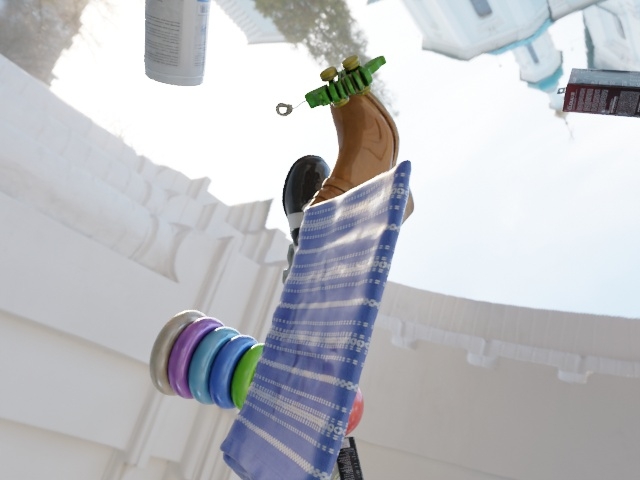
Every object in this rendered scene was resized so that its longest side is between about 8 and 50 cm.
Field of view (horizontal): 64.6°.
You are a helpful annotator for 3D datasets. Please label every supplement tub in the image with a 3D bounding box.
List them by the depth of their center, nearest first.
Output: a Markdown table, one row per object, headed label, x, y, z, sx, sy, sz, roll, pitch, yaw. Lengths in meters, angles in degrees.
| label | x | y | z | sx | sy | sz | roll | pitch | yaw |
| --- | --- | --- | --- | --- | --- | --- | --- | --- | --- |
| supplement tub | -0.159 | -0.234 | 0.562 | 0.071 | 0.070 | 0.107 | 54 | -42 | 49 |

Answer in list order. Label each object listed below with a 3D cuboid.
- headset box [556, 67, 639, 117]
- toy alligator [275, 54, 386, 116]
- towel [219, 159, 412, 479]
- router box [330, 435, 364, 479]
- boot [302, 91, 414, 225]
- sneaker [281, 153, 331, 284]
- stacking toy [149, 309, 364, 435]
| label | x | y | z | sx | sy | sz | roll | pitch | yaw |
| --- | --- | --- | --- | --- | --- | --- | --- | --- | --- |
| headset box | 0.293 | -0.156 | 0.528 | 0.083 | 0.032 | 0.062 | 11 | -144 | 24 |
| toy alligator | 0.016 | -0.228 | 0.774 | 0.189 | 0.056 | 0.051 | -24 | -145 | 11 |
| towel | -0.014 | 0.093 | 0.539 | 0.243 | 0.040 | 0.336 | -19 | -129 | 65 |
| router box | 0.037 | 0.384 | 0.819 | 0.038 | 0.123 | 0.092 | -5 | -128 | -13 |
| boot | 0.036 | -0.101 | 0.832 | 0.109 | 0.284 | 0.220 | 5 | -146 | 47 |
| sneaker | 0.000 | 0.000 | 1.003 | 0.146 | 0.122 | 0.331 | -142 | -133 | -57 |
| stacking toy | -0.093 | 0.212 | 0.766 | 0.329 | 0.141 | 0.141 | 12 | -111 | 24 |
